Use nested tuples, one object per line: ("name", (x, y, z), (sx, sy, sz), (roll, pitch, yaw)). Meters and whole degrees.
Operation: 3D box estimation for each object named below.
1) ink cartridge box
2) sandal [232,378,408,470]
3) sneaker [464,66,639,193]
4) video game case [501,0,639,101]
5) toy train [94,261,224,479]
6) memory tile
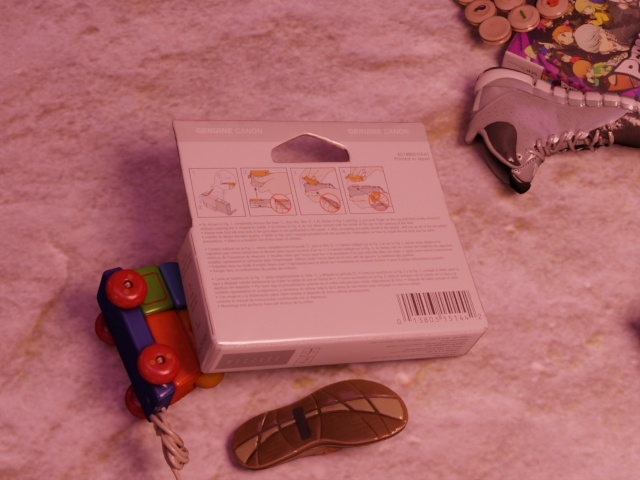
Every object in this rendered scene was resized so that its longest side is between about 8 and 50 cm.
("ink cartridge box", (0.000, 0.000, 1.434), (0.296, 0.066, 0.261), (-1, 59, -23))
("sandal", (0.000, 0.191, 1.402), (0.180, 0.049, 0.072), (-18, 60, 5))
("sneaker", (0.267, -0.102, 1.539), (0.229, 0.086, 0.132), (16, 69, 16))
("video game case", (0.355, -0.252, 1.629), (0.210, 0.042, 0.232), (27, 66, 11))
("toy train", (-0.122, 0.131, 1.399), (0.143, 0.105, 0.248), (-16, 66, -25))
("memory tile", (0.215, -0.296, 1.632), (0.113, 0.012, 0.148), (-24, 54, -1))
